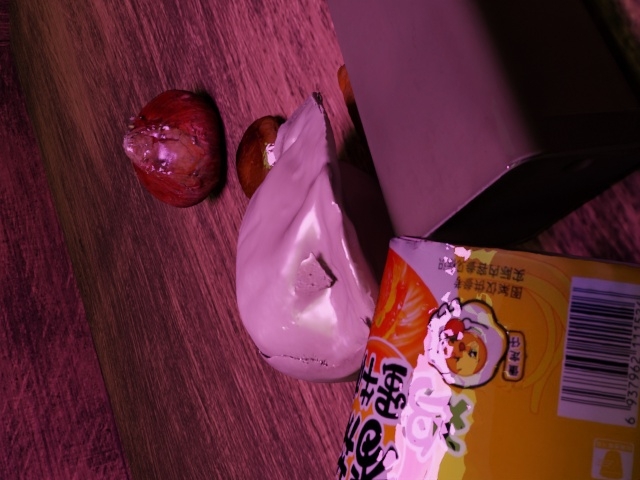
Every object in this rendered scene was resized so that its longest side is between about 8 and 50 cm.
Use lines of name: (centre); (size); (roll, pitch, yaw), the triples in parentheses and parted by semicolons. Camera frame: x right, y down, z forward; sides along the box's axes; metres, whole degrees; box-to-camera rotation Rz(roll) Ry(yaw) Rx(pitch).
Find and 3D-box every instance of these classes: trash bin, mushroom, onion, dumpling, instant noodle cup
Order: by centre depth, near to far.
instant noodle cup: (0.126, 0.105, 0.450); (0.264, 0.264, 0.200); (8, 92, 62)
trash bin: (0.103, -0.129, 0.558); (0.164, 0.122, 0.240); (-46, 57, 58)
dumpling: (-0.001, 0.000, 0.722); (0.341, 0.181, 0.260); (3, -107, -75)
mushroom: (-0.071, -0.096, 0.986); (0.123, 0.052, 0.123); (33, 130, 51)
onion: (-0.233, -0.138, 1.186); (0.184, 0.147, 0.184); (7, 99, 49)

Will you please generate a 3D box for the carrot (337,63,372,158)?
carrot: (0.060, -0.107, 0.726); (0.209, 0.061, 0.061); (-120, 32, -42)
